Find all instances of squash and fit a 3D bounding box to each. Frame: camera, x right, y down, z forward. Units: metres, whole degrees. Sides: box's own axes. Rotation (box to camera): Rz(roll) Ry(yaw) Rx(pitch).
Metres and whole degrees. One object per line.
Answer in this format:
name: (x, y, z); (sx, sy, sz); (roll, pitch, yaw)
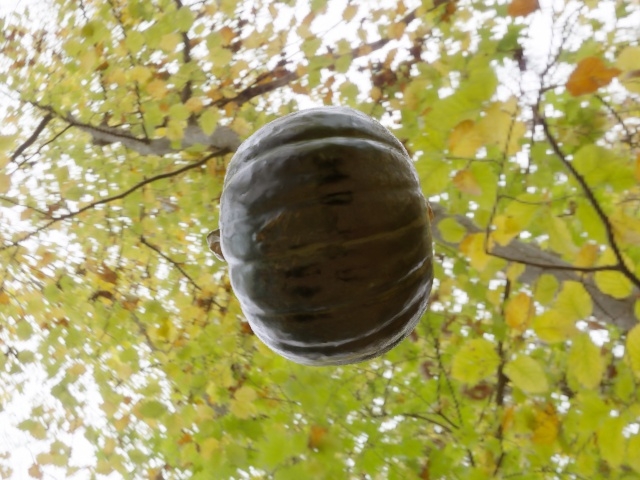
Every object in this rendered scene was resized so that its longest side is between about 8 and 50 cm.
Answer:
squash: (0.005, 0.000, 0.728); (0.172, 0.218, 0.218); (-28, -77, -7)
